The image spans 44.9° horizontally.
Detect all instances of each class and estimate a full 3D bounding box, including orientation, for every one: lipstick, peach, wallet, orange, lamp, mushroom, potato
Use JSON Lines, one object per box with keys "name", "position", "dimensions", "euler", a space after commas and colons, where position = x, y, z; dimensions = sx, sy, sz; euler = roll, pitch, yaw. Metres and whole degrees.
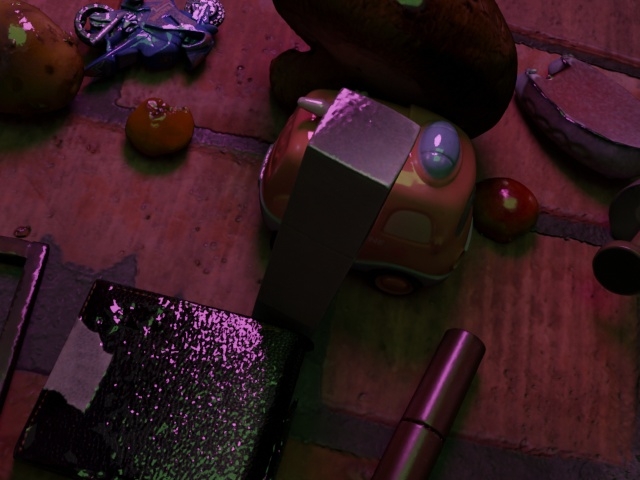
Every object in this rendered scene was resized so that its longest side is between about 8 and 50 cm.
{"name": "lipstick", "position": [0.088, 0.249, 0.833], "dimensions": [0.057, 0.057, 0.356], "euler": [30, 60, 4]}
{"name": "peach", "position": [0.247, -0.049, 1.024], "dimensions": [0.098, 0.061, 0.098], "euler": [3, 69, -8]}
{"name": "lipstick", "position": [0.000, 0.000, 0.763], "dimensions": [0.080, 0.371, 0.076], "euler": [28, 61, 3]}
{"name": "wallet", "position": [-0.158, 0.164, 0.819], "dimensions": [0.262, 0.071, 0.221], "euler": [16, 61, 3]}
{"name": "orange", "position": [-0.201, -0.144, 0.973], "dimensions": [0.086, 0.062, 0.086], "euler": [4, 64, -9]}
{"name": "lamp", "position": [0.430, -0.016, 1.011], "dimensions": [0.121, 0.121, 0.215], "euler": [41, 48, 10]}
{"name": "mushroom", "position": [0.091, -0.254, 0.948], "dimensions": [0.345, 0.345, 0.239], "euler": [6, 101, -10]}
{"name": "potato", "position": [-0.378, -0.224, 0.940], "dimensions": [0.176, 0.137, 0.137], "euler": [14, 60, -3]}

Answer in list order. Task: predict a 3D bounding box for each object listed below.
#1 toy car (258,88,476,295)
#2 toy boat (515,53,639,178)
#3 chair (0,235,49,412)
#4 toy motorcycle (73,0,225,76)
{"name": "toy car", "position": [0.067, -0.071, 0.908], "dimensions": [0.270, 0.212, 0.180], "euler": [19, 60, -3]}
{"name": "toy boat", "position": [0.384, -0.170, 1.123], "dimensions": [0.155, 0.085, 0.227], "euler": [-24, 59, -32]}
{"name": "chair", "position": [-0.391, 0.123, 0.685], "dimensions": [0.203, 0.240, 0.416], "euler": [9, 62, -6]}
{"name": "toy motorcycle", "position": [-0.221, -0.274, 1.036], "dimensions": [0.205, 0.076, 0.114], "euler": [-12, 73, -18]}
